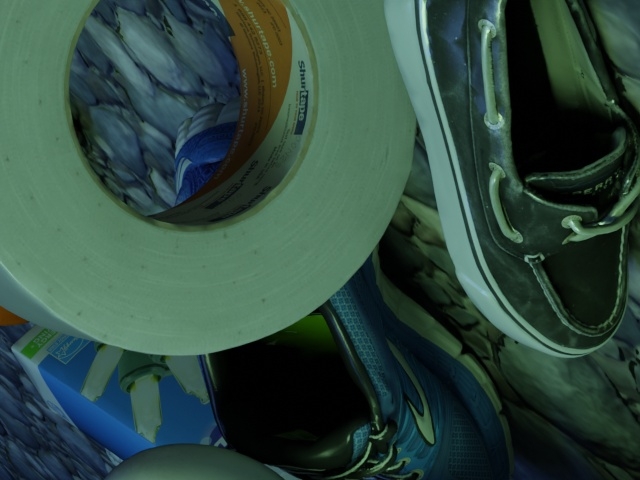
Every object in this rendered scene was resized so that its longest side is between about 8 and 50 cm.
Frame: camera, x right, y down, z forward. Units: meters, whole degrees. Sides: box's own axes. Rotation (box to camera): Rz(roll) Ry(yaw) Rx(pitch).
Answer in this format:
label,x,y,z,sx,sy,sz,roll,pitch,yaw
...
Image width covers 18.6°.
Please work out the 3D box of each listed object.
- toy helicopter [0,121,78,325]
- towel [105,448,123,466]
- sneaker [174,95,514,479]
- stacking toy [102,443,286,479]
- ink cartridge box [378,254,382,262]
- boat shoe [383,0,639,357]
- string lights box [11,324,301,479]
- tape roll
label,x,y,z,sx,sy,sz,roll,pitch,yaw
toy helicopter,-0.353,-0.043,1.329,0.235,0.355,0.140,44,132,44
towel,-0.023,0.211,1.448,0.283,0.121,0.235,27,152,47
sneaker,0.002,0.087,1.042,0.129,0.147,0.330,-13,128,26
stacking toy,0.071,0.273,0.990,0.480,0.350,0.350,46,161,-9
ink cartridge box,0.000,0.000,1.104,0.063,0.029,0.115,19,149,51
boat shoe,0.090,-0.028,0.788,0.070,0.078,0.219,26,151,47
string lights box,-0.071,0.099,1.289,0.259,0.133,0.077,26,152,43
tape roll,-0.067,-0.063,0.827,0.219,0.219,0.072,54,160,-21
